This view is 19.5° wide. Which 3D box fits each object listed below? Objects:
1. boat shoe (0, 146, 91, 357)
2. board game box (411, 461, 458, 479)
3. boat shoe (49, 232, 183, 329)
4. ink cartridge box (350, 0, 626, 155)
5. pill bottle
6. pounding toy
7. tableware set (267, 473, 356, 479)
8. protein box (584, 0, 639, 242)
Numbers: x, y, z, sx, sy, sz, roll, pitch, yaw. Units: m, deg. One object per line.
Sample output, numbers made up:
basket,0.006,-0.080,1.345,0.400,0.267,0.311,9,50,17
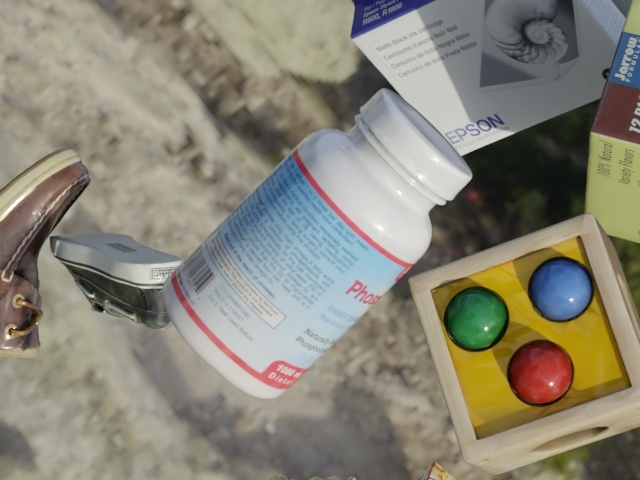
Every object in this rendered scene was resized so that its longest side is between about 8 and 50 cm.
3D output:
boat shoe,-0.314,0.067,1.785,0.123,0.342,0.123,39,4,2
board game box,0.047,0.298,1.607,0.045,0.147,0.193,39,36,-10
boat shoe,-0.196,0.036,1.737,0.077,0.219,0.070,-3,101,-28
ink cartridge box,0.141,-0.193,1.650,0.224,0.223,0.045,47,44,-23
pill bottle,0.000,0.000,0.968,0.087,0.160,0.087,42,14,-13
pounding toy,0.183,0.079,1.182,0.094,0.206,0.181,36,36,-68
tableware set,-0.048,0.237,1.469,0.020,0.168,0.141,46,65,-12
protein box,0.327,-0.078,1.491,0.200,0.201,0.136,74,34,-68
